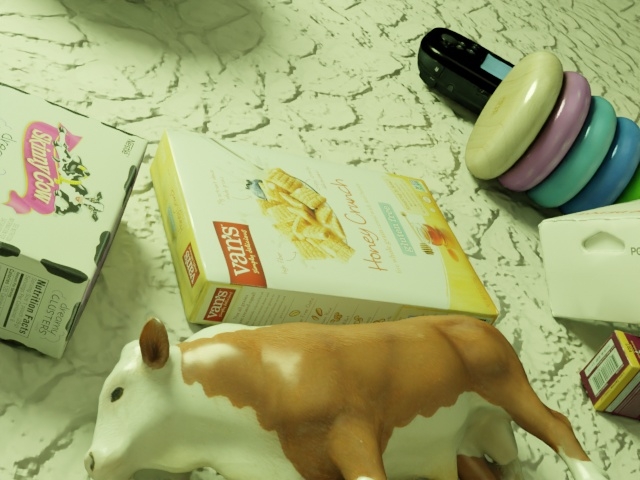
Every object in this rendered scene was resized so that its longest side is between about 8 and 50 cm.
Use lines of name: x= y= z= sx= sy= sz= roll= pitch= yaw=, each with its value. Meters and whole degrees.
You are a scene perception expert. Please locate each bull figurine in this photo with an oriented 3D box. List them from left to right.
bull figurine: x=0.025 y=0.114 z=0.588 sx=0.310 sy=0.101 sz=0.188 roll=-7 pitch=51 yaw=-40

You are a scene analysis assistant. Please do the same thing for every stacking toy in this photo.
stacking toy: x=0.317 y=-0.051 z=1.016 sx=0.330 sy=0.141 sz=0.141 roll=30 pitch=32 yaw=-7

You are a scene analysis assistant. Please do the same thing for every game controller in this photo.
game controller: x=0.256 y=-0.151 z=1.158 sx=0.319 sy=0.067 sz=0.166 roll=32 pitch=33 yaw=3

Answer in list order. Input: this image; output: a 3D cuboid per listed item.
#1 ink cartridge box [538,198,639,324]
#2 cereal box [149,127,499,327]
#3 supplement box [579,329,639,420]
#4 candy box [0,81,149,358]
ink cartridge box: x=0.321 y=0.007 z=0.859 sx=0.218 sy=0.092 sz=0.158 roll=-9 pitch=4 yaw=-29
cereal box: x=0.000 y=0.000 z=0.770 sx=0.240 sy=0.047 sz=0.173 roll=9 pitch=38 yaw=-29
supplement box: x=0.260 y=0.112 z=0.809 sx=0.083 sy=0.055 sz=0.043 roll=16 pitch=35 yaw=-20
candy box: x=-0.222 y=-0.034 z=0.626 sx=0.196 sy=0.070 sz=0.165 roll=21 pitch=33 yaw=-11
